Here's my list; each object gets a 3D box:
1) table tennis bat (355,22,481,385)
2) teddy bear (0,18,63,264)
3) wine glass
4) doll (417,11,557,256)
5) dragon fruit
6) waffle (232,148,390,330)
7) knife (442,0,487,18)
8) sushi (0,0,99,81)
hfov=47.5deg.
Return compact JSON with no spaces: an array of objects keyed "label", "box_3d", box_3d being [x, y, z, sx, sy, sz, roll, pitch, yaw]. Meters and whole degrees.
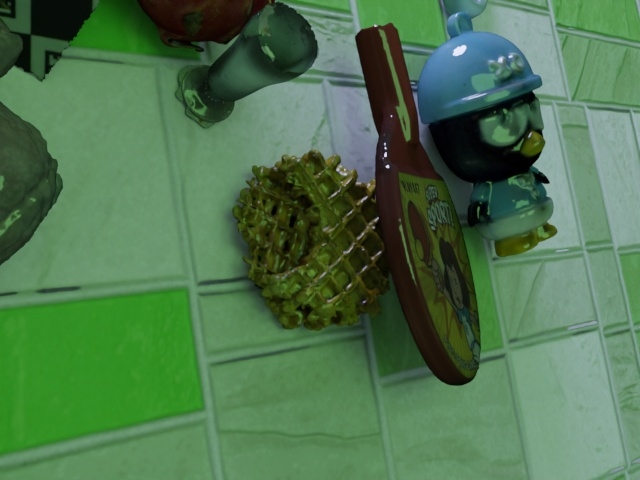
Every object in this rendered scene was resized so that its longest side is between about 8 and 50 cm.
[{"label":"table tennis bat","box_3d":[0.111,-0.041,0.826,0.268,0.051,0.414,-3,79,-67]},{"label":"teddy bear","box_3d":[-0.315,-0.082,0.505,0.236,0.151,0.267,-45,98,-7]},{"label":"wine glass","box_3d":[-0.075,-0.165,0.705,0.072,0.155,0.072,10,74,-36]},{"label":"doll","box_3d":[0.222,-0.140,0.938,0.177,0.141,0.314,-25,98,-34]},{"label":"dragon fruit","box_3d":[-0.125,-0.255,0.714,0.166,0.133,0.136,7,33,-37]},{"label":"waffle","box_3d":[0.000,0.000,0.778,0.197,0.070,0.193,-13,88,-39]},{"label":"knife","box_3d":[0.256,-0.446,1.106,0.080,0.044,0.331,41,55,-22]},{"label":"sushi","box_3d":[-0.255,-0.304,0.562,0.264,0.290,0.050,30,29,-28]}]
